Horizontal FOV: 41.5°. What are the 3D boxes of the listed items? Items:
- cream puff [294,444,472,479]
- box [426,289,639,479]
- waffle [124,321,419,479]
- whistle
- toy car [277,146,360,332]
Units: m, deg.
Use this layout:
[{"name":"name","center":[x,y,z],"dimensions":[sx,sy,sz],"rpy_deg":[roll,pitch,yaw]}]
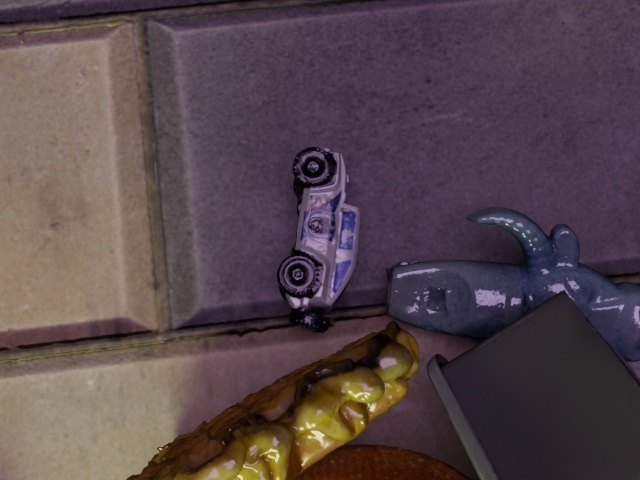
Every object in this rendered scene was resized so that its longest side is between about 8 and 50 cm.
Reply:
[{"name":"cream puff","center":[0.033,0.303,0.626],"dimensions":[0.302,0.212,0.303],"rpy_deg":[4,40,-3]},{"name":"box","center":[0.202,0.161,0.647],"dimensions":[0.135,0.243,0.163],"rpy_deg":[-38,126,12]},{"name":"waffle","center":[-0.053,0.152,0.649],"dimensions":[0.281,0.301,0.058],"rpy_deg":[-28,86,-10]},{"name":"whistle","center":[0.193,0.062,0.778],"dimensions":[0.269,0.093,0.180],"rpy_deg":[4,103,1]},{"name":"toy car","center":[0.000,0.000,0.791],"dimensions":[0.070,0.080,0.171],"rpy_deg":[7,78,0]}]
